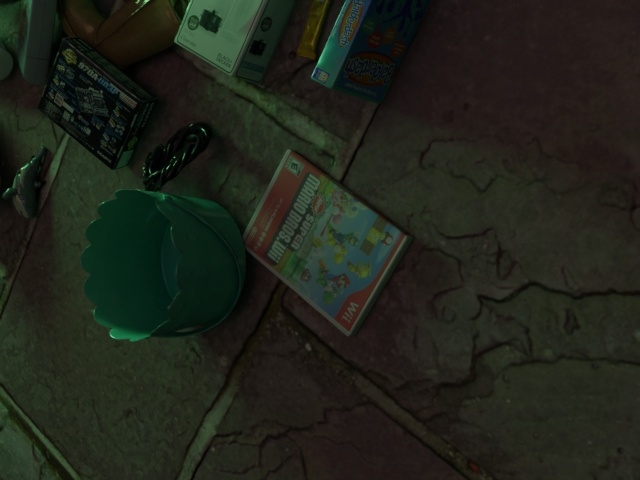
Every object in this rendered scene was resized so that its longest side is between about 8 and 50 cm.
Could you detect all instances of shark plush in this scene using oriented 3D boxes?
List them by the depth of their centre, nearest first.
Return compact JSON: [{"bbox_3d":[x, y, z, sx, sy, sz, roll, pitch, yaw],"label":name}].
[{"bbox_3d":[-0.651,-0.133,1.775,0.067,0.073,0.161,22,81,12],"label":"shark plush"}]

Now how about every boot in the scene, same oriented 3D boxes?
[{"bbox_3d":[-0.392,-0.460,1.575,0.269,0.089,0.236,-24,90,32],"label":"boot"}]

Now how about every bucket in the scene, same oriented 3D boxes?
[{"bbox_3d":[-0.280,0.043,1.424,0.281,0.183,0.281,2,94,39],"label":"bucket"}]

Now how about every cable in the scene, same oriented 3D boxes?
[{"bbox_3d":[-0.269,-0.152,1.463,0.150,0.184,0.047,-26,119,18],"label":"cable"}]

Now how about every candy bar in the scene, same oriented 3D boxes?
[{"bbox_3d":[-0.002,-0.395,1.357,0.040,0.018,0.162,25,102,27],"label":"candy bar"}]

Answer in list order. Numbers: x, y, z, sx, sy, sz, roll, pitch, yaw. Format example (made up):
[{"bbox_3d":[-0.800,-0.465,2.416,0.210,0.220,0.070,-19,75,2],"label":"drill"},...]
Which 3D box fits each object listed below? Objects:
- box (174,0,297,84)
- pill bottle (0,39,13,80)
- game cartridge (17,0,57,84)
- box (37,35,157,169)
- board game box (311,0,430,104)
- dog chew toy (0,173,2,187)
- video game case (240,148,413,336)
[{"bbox_3d":[-0.128,-0.448,1.398,0.169,0.087,0.290,34,108,28],"label":"box"},{"bbox_3d":[-0.804,-0.446,1.824,0.193,0.108,0.108,35,108,28],"label":"pill bottle"},{"bbox_3d":[-0.596,-0.490,1.651,0.198,0.062,0.297,-130,49,-58],"label":"game cartridge"},{"bbox_3d":[-0.454,-0.276,1.581,0.220,0.051,0.175,38,120,10],"label":"box"},{"bbox_3d":[0.086,-0.326,1.216,0.047,0.160,0.210,34,108,28],"label":"board game box"},{"bbox_3d":[-0.858,-0.210,1.812,0.206,0.206,0.332,-44,75,25],"label":"dog chew toy"},{"bbox_3d":[0.000,0.000,1.350,0.285,0.025,0.204,38,109,27],"label":"video game case"}]
